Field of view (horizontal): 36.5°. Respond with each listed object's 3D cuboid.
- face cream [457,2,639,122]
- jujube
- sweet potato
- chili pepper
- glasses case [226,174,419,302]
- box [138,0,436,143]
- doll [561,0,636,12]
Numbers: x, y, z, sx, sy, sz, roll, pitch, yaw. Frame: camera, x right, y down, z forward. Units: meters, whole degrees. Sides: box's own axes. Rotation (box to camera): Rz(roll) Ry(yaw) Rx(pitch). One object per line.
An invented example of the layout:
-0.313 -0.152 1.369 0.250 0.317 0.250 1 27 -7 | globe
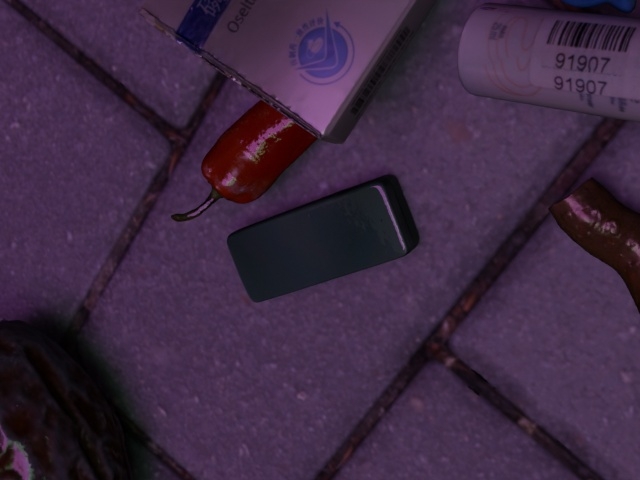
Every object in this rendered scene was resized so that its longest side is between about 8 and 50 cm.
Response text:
0.240 -0.133 0.752 0.269 0.082 0.082 15 110 34 | face cream
-0.341 0.257 1.078 0.246 0.215 0.308 -33 90 29 | jujube
0.303 0.066 0.818 0.067 0.059 0.281 -38 87 16 | sweet potato
-0.041 -0.102 0.929 0.272 0.063 0.071 -39 83 16 | chili pepper
0.000 0.000 0.951 0.184 0.039 0.078 -19 96 27 | glasses case
0.025 -0.275 0.798 0.200 0.065 0.343 35 98 11 | box
0.326 -0.237 0.699 0.363 0.145 0.199 10 68 31 | doll
